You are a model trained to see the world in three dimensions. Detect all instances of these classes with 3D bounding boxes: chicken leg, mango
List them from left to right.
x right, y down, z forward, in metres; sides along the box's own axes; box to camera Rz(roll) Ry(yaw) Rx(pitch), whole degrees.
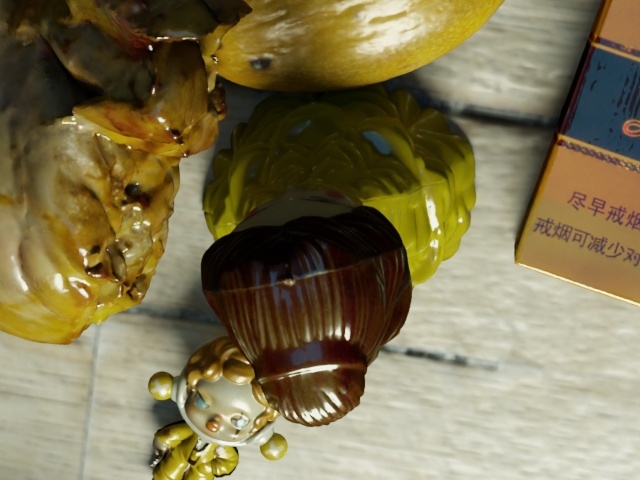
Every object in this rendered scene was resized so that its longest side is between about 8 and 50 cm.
[{"bbox_3d":[-0.166,-0.147,1.211,0.295,0.182,0.409,-21,80,45],"label":"chicken leg"},{"bbox_3d":[0.024,-0.179,1.220,0.262,0.109,0.157,-18,110,18],"label":"mango"}]

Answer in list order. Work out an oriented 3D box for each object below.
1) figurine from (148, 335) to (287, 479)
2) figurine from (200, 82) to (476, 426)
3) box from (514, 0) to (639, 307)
[{"bbox_3d":[-0.071,0.131,1.320,0.101,0.068,0.143,7,113,8],"label":"figurine"},{"bbox_3d":[0.000,-0.004,1.157,0.187,0.315,0.168,15,101,2],"label":"figurine"},{"bbox_3d":[0.238,-0.074,1.248,0.152,0.070,0.237,19,100,3],"label":"box"}]
